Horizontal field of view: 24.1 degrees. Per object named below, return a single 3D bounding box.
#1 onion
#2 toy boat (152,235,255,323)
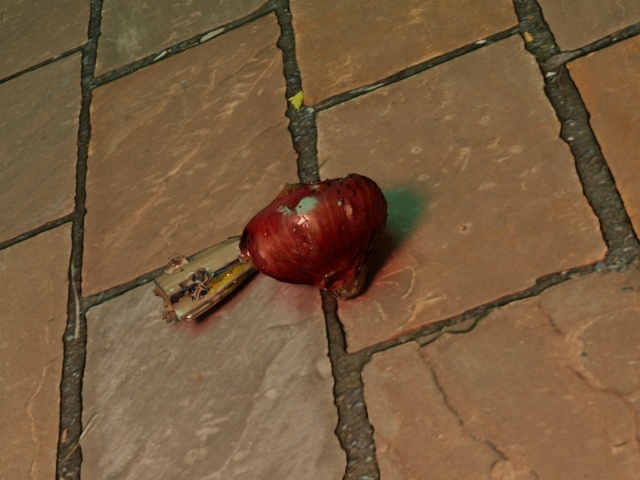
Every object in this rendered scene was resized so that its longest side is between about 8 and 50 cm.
[{"bbox_3d":[0.000,0.000,1.706,0.184,0.147,0.184,-20,-7,-2],"label":"onion"},{"bbox_3d":[-0.107,0.026,1.801,0.210,0.066,0.084,-29,33,-17],"label":"toy boat"}]
